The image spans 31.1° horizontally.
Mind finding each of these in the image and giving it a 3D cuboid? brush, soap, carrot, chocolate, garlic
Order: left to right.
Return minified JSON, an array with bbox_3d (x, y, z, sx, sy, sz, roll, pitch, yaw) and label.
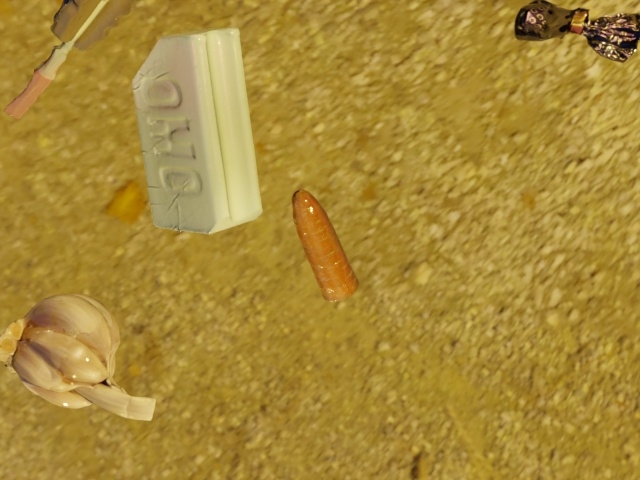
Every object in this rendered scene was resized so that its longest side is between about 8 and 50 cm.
[{"bbox_3d":[-0.373,-0.278,1.668,0.084,0.071,0.301,33,121,-25],"label":"brush"},{"bbox_3d":[-0.263,0.135,1.303,0.194,0.127,0.131,26,148,22],"label":"garlic"},{"bbox_3d":[-0.187,-0.162,1.694,0.173,0.095,0.289,8,110,43],"label":"soap"},{"bbox_3d":[0.000,0.000,1.290,0.048,0.048,0.139,-8,119,28],"label":"carrot"},{"bbox_3d":[0.295,-0.249,1.326,0.147,0.072,0.070,12,118,-18],"label":"chocolate"}]
